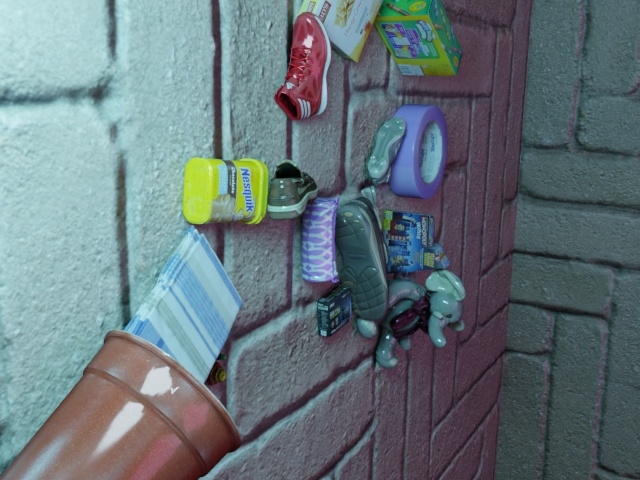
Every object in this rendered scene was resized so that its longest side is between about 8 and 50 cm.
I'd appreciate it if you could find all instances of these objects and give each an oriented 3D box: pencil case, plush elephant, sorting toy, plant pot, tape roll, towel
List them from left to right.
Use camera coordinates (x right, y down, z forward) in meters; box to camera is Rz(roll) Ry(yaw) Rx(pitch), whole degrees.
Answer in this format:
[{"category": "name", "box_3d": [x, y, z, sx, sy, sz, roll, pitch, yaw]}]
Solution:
[{"category": "plant pot", "box_3d": [-0.304, 0.319, 1.030, 0.265, 0.272, 0.272, -49, 138, -32]}, {"category": "towel", "box_3d": [-0.234, 0.139, 1.242, 0.209, 0.034, 0.285, 64, 33, -34]}, {"category": "sorting toy", "box_3d": [-0.211, 0.242, 1.373, 0.061, 0.042, 0.102, -65, 146, -28]}, {"category": "pencil case", "box_3d": [0.000, 0.000, 1.643, 0.086, 0.088, 0.206, -27, 119, -58]}, {"category": "tape roll", "box_3d": [0.287, -0.262, 2.090, 0.274, 0.090, 0.275, -26, 120, -56]}, {"category": "plush elephant", "box_3d": [0.297, 0.214, 2.056, 0.330, 0.255, 0.272, -62, 145, -32]}]

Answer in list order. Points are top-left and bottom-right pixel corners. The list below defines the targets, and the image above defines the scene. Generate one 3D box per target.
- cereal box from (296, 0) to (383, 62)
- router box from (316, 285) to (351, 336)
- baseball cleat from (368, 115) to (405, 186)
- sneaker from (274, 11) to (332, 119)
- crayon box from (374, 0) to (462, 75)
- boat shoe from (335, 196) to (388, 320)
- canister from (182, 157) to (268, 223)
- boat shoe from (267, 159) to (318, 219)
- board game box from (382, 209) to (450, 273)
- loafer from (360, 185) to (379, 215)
[{"category": "cereal box", "box_3d": [0.051, -0.529, 1.604, 0.240, 0.047, 0.173, 15, 99, -61]}, {"category": "router box", "box_3d": [0.036, 0.179, 1.802, 0.122, 0.038, 0.092, -31, 123, -55]}, {"category": "baseball cleat", "box_3d": [0.179, -0.241, 1.941, 0.206, 0.072, 0.109, -61, 159, -25]}, {"category": "sneaker", "box_3d": [-0.039, -0.358, 1.485, 0.128, 0.087, 0.221, -41, 130, -52]}, {"category": "crayon box", "box_3d": [0.261, -0.549, 1.890, 0.278, 0.165, 0.081, 41, 61, -57]}, {"category": "boat shoe", "box_3d": [0.129, 0.047, 1.843, 0.130, 0.132, 0.356, -47, 137, -45]}, {"category": "canister", "box_3d": [-0.176, -0.092, 1.320, 0.170, 0.073, 0.126, -6, 102, -59]}, {"category": "boat shoe", "box_3d": [-0.055, -0.120, 1.442, 0.257, 0.095, 0.095, -83, 168, -73]}, {"category": "board game box", "box_3d": [0.276, 0.013, 2.032, 0.060, 0.194, 0.194, -24, 118, -57]}, {"category": "loafer", "box_3d": [0.135, -0.093, 1.922, 0.045, 0.039, 0.125, -99, 178, -53]}]
